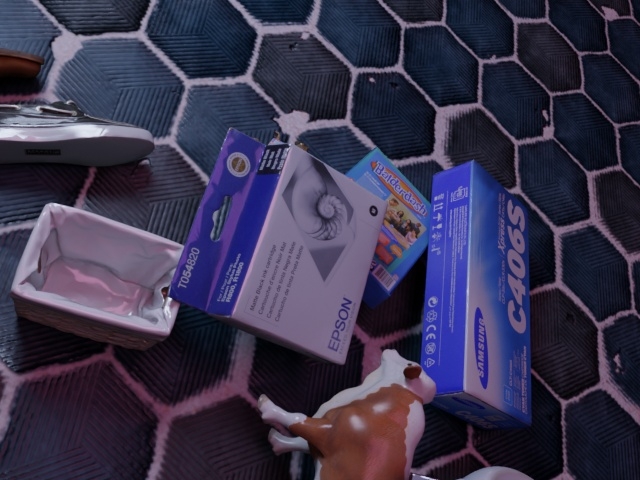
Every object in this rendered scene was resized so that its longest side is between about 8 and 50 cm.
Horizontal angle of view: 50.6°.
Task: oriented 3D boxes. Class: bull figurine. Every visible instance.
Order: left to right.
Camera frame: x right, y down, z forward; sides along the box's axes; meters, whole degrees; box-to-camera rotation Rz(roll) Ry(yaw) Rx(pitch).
[{"bbox_3d":[0.022,0.259,0.735,0.188,0.101,0.310,2,65,15],"label":"bull figurine"}]

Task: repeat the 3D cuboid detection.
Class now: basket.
[{"bbox_3d":[-0.244,0.049,0.755,0.167,0.103,0.113,19,60,-17],"label":"basket"}]

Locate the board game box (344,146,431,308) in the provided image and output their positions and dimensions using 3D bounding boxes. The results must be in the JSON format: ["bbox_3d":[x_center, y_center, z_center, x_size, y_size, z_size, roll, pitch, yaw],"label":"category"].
[{"bbox_3d":[0.076,-0.025,0.961,0.160,0.047,0.210,47,44,0],"label":"board game box"}]

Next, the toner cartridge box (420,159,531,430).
[{"bbox_3d":[0.226,0.075,0.963,0.165,0.075,0.348,31,55,-36],"label":"toner cartridge box"}]

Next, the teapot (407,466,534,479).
[{"bbox_3d":[0.196,0.398,0.771,0.252,0.187,0.256,25,29,-36],"label":"teapot"}]

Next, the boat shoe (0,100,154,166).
[{"bbox_3d":[-0.314,-0.137,0.823,0.219,0.078,0.070,-2,69,-26],"label":"boat shoe"}]

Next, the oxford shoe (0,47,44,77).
[{"bbox_3d":[-0.437,-0.194,0.807,0.212,0.076,0.076,-13,103,-33],"label":"oxford shoe"}]

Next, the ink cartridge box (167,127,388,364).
[{"bbox_3d":[-0.038,0.006,0.791,0.224,0.045,0.223,27,69,-28],"label":"ink cartridge box"}]

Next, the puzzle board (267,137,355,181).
[{"bbox_3d":[-0.024,-0.084,0.900,0.128,0.011,0.096,27,42,1],"label":"puzzle board"}]

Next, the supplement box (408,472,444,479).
[{"bbox_3d":[0.123,0.350,0.619,0.130,0.073,0.239,8,68,17],"label":"supplement box"}]

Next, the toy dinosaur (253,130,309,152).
[{"bbox_3d":[-0.066,-0.093,0.942,0.092,0.053,0.183,30,57,-13],"label":"toy dinosaur"}]
